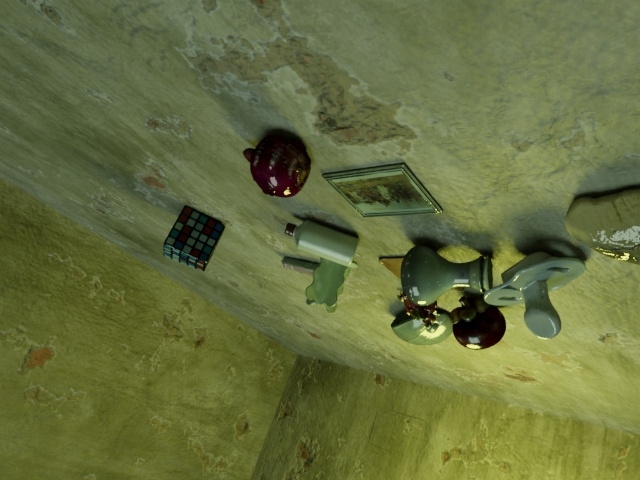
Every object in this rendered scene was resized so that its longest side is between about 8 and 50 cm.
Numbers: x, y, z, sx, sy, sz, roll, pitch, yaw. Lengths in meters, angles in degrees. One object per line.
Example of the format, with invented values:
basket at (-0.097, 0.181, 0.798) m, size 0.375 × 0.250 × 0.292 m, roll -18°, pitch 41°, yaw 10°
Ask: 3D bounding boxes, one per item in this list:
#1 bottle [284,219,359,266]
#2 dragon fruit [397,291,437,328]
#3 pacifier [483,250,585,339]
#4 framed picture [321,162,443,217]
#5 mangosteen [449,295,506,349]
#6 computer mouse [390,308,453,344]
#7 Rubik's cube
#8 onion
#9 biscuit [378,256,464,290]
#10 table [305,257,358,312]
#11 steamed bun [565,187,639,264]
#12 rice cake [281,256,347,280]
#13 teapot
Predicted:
bottle at (0.000, 0.000, 1.634) m, size 0.245 × 0.104 × 0.104 m, roll 20°, pitch 158°, yaw 5°
dragon fruit at (0.372, 0.245, 1.868) m, size 0.138 × 0.175 × 0.142 m, roll 22°, pitch 130°, yaw -28°
pacifier at (0.571, 0.150, 1.283) m, size 0.227 × 0.207 × 0.279 m, roll 8°, pitch 148°, yaw -20°
framed picture at (0.160, -0.121, 1.312) m, size 0.274 × 0.017 × 0.217 m, roll -2°, pitch 149°, yaw 45°
mangosteen at (0.536, 0.277, 1.708) m, size 0.199 × 0.200 × 0.200 m, roll 19°, pitch 158°, yaw 8°
computer mouse at (0.420, 0.373, 2.094) m, size 0.203 × 0.114 × 0.374 m, roll 26°, pitch 157°, yaw -6°
Rubik's cube at (-0.510, -0.002, 2.005) m, size 0.187 × 0.184 × 0.182 m, roll 24°, pitch 158°, yaw -10°
onion at (-0.130, -0.185, 1.279) m, size 0.198 × 0.135 × 0.173 m, roll 12°, pitch 154°, yaw 28°
biscuit at (0.341, 0.115, 1.699) m, size 0.237 × 0.013 × 0.232 m, roll 36°, pitch 155°, yaw -34°
table at (0.028, 0.153, 1.832) m, size 0.166 × 0.198 × 0.166 m, roll 19°, pitch 158°, yaw 8°
steamed bun at (0.615, -0.014, 1.010) m, size 0.212 × 0.111 × 0.231 m, roll 8°, pitch 152°, yaw 33°
rice cake at (-0.025, 0.124, 2.018) m, size 0.290 × 0.051 × 0.081 m, roll 12°, pitch 156°, yaw 25°
teapot at (0.369, 0.101, 1.453) m, size 0.250 × 0.184 × 0.183 m, roll -4°, pitch 149°, yaw 26°
